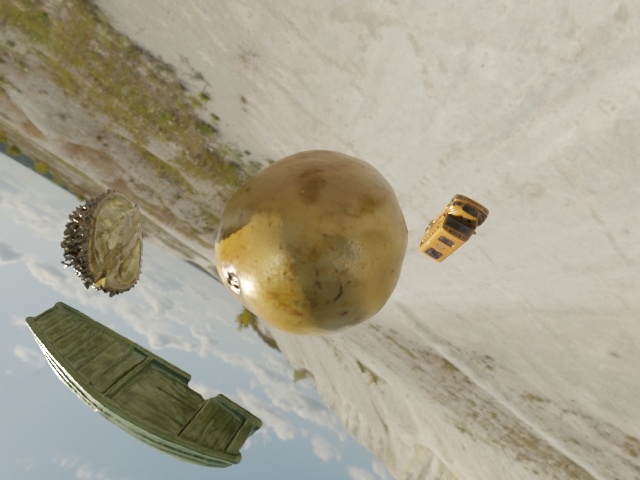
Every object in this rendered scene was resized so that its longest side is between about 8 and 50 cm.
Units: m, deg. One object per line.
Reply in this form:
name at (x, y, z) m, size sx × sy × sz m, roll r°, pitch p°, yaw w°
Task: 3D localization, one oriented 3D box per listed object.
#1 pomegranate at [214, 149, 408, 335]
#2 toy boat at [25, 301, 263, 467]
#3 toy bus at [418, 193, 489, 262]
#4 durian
pomegranate at (-0.018, 0.003, 0.641) m, size 0.307 × 0.307 × 0.307 m, roll 29°, pitch 168°, yaw 7°
toy boat at (-0.209, 0.168, 0.483) m, size 0.293 × 0.055 × 0.093 m, roll 28°, pitch -155°, yaw 9°
toy bus at (0.301, -0.023, 0.967) m, size 0.083 × 0.088 × 0.194 m, roll 31°, pitch 155°, yaw 5°
durian at (-0.332, -0.003, 0.642) m, size 0.091 × 0.188 × 0.148 m, roll -4°, pitch 127°, yaw 14°
